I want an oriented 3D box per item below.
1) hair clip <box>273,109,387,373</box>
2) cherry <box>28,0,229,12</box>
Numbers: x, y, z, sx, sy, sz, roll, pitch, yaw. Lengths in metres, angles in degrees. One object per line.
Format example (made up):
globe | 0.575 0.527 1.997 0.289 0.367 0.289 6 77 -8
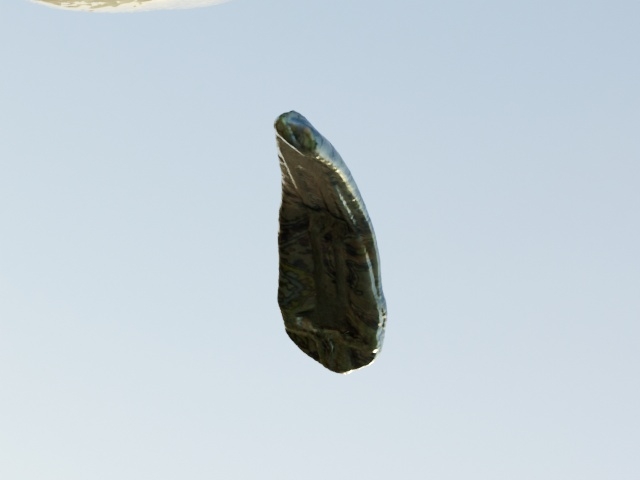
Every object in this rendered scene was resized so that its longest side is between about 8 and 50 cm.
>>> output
hair clip | 0.001 -0.002 1.061 0.066 0.036 0.229 22 -30 19
cherry | -0.107 -0.273 1.032 0.291 0.326 0.335 39 -41 22
